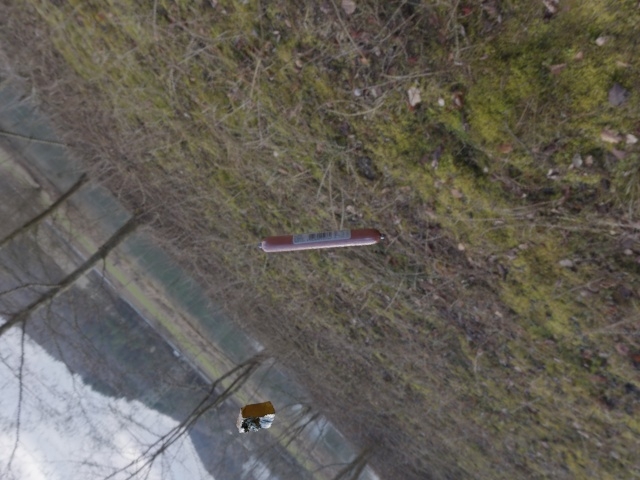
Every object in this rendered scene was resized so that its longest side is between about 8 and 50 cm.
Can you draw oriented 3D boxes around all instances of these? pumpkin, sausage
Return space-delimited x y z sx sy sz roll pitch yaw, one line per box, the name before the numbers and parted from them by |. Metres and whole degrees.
pumpkin | -0.152 0.417 0.964 0.053 0.084 0.074 -108 24 -44
sausage | 0.000 0.000 0.709 0.223 0.029 0.029 -4 142 8
